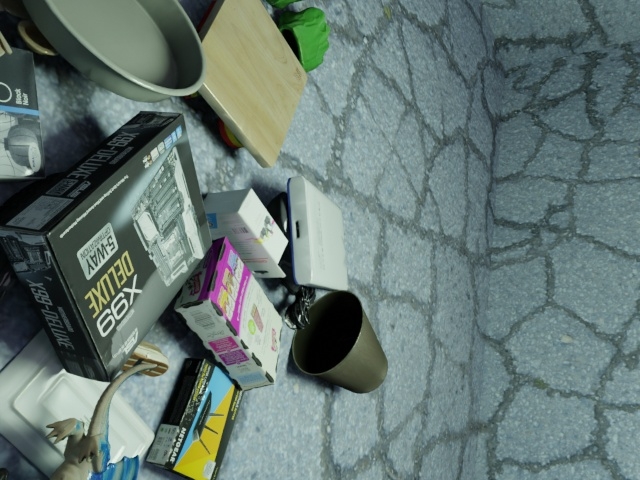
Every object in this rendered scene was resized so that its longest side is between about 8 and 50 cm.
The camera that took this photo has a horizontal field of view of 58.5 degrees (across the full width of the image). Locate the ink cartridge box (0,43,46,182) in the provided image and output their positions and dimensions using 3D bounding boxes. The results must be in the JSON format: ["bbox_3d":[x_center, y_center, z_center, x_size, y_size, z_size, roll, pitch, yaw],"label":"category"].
[{"bbox_3d":[-0.459,-0.143,0.591,0.333,0.065,0.165,-10,96,-58],"label":"ink cartridge box"}]

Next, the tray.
[{"bbox_3d":[-0.330,0.253,0.788,0.145,0.030,0.270,-59,134,-42],"label":"tray"}]

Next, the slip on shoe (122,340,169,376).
[{"bbox_3d":[-0.286,0.166,0.861,0.135,0.051,0.041,32,20,-44],"label":"slip on shoe"}]

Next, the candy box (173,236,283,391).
[{"bbox_3d":[-0.153,0.132,1.011,0.159,0.071,0.233,-85,152,-51],"label":"candy box"}]

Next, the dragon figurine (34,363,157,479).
[{"bbox_3d":[-0.290,0.294,0.720,0.144,0.085,0.289,73,34,-55],"label":"dragon figurine"}]

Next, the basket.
[{"bbox_3d":[0.060,0.256,1.315,0.204,0.154,0.227,-61,142,-21],"label":"basket"}]

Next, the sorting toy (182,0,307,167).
[{"bbox_3d":[-0.154,-0.309,1.079,0.257,0.090,0.255,51,46,-44],"label":"sorting toy"}]

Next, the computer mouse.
[{"bbox_3d":[-0.075,0.036,1.175,0.188,0.072,0.271,-64,144,-71],"label":"computer mouse"}]

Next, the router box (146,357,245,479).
[{"bbox_3d":[-0.204,0.308,0.971,0.133,0.046,0.178,50,46,-44],"label":"router box"}]

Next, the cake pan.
[{"bbox_3d":[-0.288,-0.315,0.801,0.293,0.054,0.293,40,32,-32],"label":"cake pan"}]

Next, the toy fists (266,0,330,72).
[{"bbox_3d":[-0.058,-0.512,1.256,0.142,0.096,0.279,-41,123,-41],"label":"toy fists"}]

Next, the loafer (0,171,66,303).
[{"bbox_3d":[-0.373,0.004,0.705,0.223,0.076,0.078,-62,138,-33],"label":"loafer"}]

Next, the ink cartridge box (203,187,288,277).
[{"bbox_3d":[-0.135,-0.009,1.061,0.181,0.105,0.061,58,42,-39],"label":"ink cartridge box"}]

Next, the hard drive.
[{"bbox_3d":[0.000,0.000,1.242,0.319,0.040,0.210,28,57,-73],"label":"hard drive"}]

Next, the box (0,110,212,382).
[{"bbox_3d":[-0.266,-0.003,0.784,0.307,0.077,0.242,-63,155,-50],"label":"box"}]

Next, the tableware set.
[{"bbox_3d":[-0.391,-0.274,0.688,0.141,0.020,0.169,53,27,6],"label":"tableware set"}]

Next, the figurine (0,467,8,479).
[{"bbox_3d":[-0.412,0.376,0.593,0.209,0.093,0.214,-10,96,-63],"label":"figurine"}]
